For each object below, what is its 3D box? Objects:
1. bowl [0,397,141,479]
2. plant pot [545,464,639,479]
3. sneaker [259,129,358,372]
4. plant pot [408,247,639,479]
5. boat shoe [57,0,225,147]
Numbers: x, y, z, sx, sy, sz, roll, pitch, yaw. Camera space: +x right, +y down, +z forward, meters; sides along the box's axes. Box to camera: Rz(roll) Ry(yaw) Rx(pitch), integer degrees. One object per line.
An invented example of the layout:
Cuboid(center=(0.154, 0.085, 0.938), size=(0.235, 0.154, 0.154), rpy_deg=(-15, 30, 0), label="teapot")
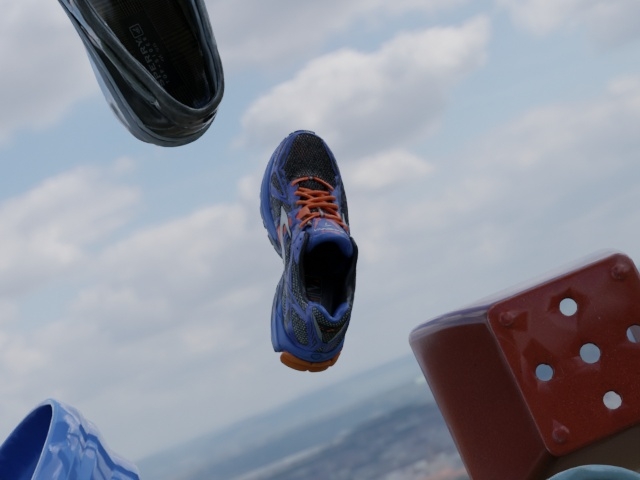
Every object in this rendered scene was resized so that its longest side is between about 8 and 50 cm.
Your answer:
Cuboid(center=(-0.233, 0.284, 1.042), size=(0.391, 0.077, 0.391), rpy_deg=(-54, 12, 17), label="bowl")
Cuboid(center=(0.129, 0.380, 1.311), size=(0.341, 0.341, 0.334), rpy_deg=(-16, -9, -44), label="plant pot")
Cuboid(center=(0.000, 0.000, 1.469), size=(0.083, 0.221, 0.087), rpy_deg=(2, -26, -21), label="sneaker")
Cuboid(center=(0.285, 0.151, 1.939), size=(0.267, 0.267, 0.236), rpy_deg=(-22, -12, -10), label="plant pot")
Cuboid(center=(-0.157, -0.229, 1.236), size=(0.121, 0.335, 0.119), rpy_deg=(-35, 7, -23), label="boat shoe")
